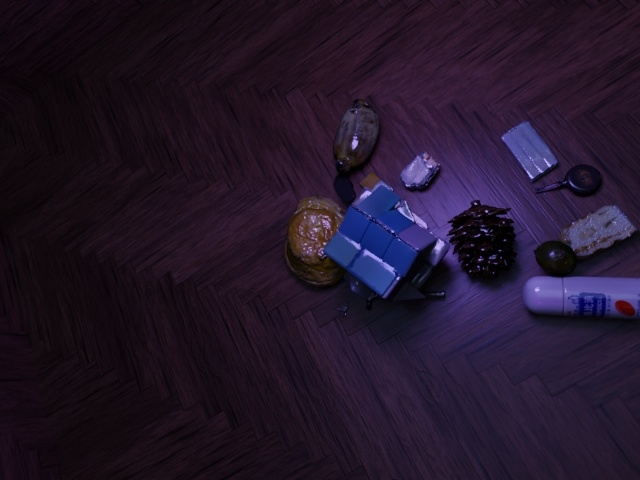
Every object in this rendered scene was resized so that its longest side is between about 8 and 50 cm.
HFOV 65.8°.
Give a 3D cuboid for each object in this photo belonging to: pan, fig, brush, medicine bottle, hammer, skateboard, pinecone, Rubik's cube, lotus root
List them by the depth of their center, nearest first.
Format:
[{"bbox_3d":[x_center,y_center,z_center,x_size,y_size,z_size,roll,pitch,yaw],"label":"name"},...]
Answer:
[{"bbox_3d":[0.819,0.177,1.560,0.341,0.130,0.130,1,76,21],"label":"medicine bottle"},{"bbox_3d":[0.749,0.044,1.609,0.117,0.177,0.117,-1,110,-3],"label":"fig"},{"bbox_3d":[0.546,-0.005,1.672,0.224,0.224,0.272,-6,85,19],"label":"pinecone"},{"bbox_3d":[0.226,0.034,1.694,0.387,0.368,0.358,39,92,20],"label":"Rubik's cube"},{"bbox_3d":[0.851,-0.201,1.704,0.212,0.040,0.114,-11,66,17],"label":"pan"},{"bbox_3d":[0.306,0.199,1.807,0.297,0.027,0.125,0,80,21],"label":"hammer"},{"bbox_3d":[0.081,0.247,1.848,0.032,0.083,0.063,16,80,25],"label":"skateboard"},{"bbox_3d":[0.288,-0.141,1.914,0.085,0.020,0.336,-45,66,4],"label":"brush"},{"bbox_3d":[0.133,-0.404,1.976,0.173,0.173,0.309,15,81,24],"label":"lotus root"}]

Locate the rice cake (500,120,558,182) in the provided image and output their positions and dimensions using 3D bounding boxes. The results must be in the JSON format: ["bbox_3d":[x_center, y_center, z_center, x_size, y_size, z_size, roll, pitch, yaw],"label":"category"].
[{"bbox_3d":[0.748,-0.325,1.779,0.124,0.038,0.211,-35,66,9],"label":"rice cake"}]

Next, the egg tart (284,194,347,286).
[{"bbox_3d":[0.000,0.000,1.916,0.340,0.153,0.351,19,84,21],"label":"egg tart"}]

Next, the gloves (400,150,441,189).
[{"bbox_3d":[0.380,-0.257,1.884,0.153,0.070,0.114,-45,73,11],"label":"gloves"}]

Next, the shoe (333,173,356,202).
[{"bbox_3d":[0.105,-0.205,1.984,0.071,0.049,0.179,-42,42,17],"label":"shoe"}]

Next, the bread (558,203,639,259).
[{"bbox_3d":[0.896,-0.025,1.616,0.232,0.088,0.128,-27,76,5],"label":"bread"}]
